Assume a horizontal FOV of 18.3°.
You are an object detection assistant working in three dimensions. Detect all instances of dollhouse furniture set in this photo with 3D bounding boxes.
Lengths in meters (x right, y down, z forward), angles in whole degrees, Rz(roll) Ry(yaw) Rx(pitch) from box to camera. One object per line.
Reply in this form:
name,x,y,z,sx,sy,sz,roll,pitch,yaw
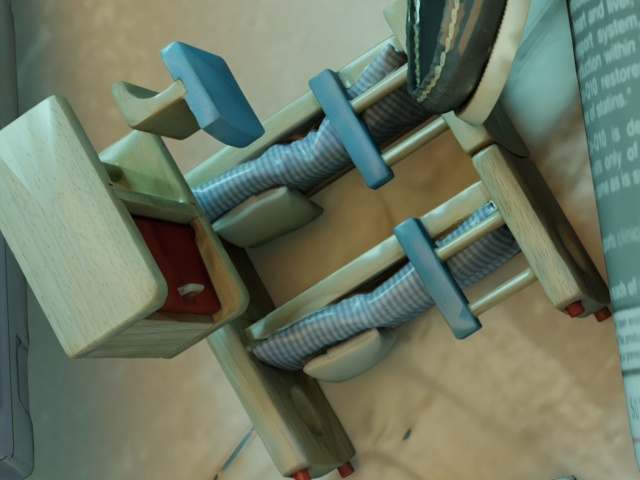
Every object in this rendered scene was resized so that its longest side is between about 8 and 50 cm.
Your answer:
dollhouse furniture set,0.000,0.000,0.673,0.129,0.183,0.129,-33,78,14

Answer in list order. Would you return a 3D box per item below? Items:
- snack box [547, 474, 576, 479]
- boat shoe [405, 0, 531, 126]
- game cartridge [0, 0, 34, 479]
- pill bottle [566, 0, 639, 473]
snack box,0.016,0.137,0.746,0.178,0.022,0.064,-13,84,17
boat shoe,0.034,-0.151,0.680,0.079,0.084,0.233,2,75,-12
game cartridge,-0.223,-0.007,0.763,0.230,0.068,0.355,-17,64,21
pill bottle,0.161,-0.069,0.635,0.161,0.161,0.283,-10,84,18
